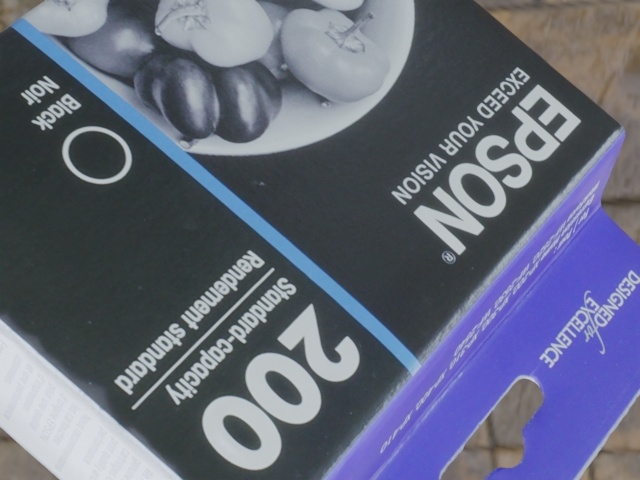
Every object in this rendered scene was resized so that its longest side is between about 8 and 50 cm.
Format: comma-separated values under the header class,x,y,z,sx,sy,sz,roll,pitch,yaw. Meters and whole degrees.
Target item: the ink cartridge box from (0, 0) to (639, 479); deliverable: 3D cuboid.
class,x,y,z,sx,sy,sz,roll,pitch,yaw
ink cartridge box,0.000,0.000,0.454,0.208,0.206,0.045,41,142,4
